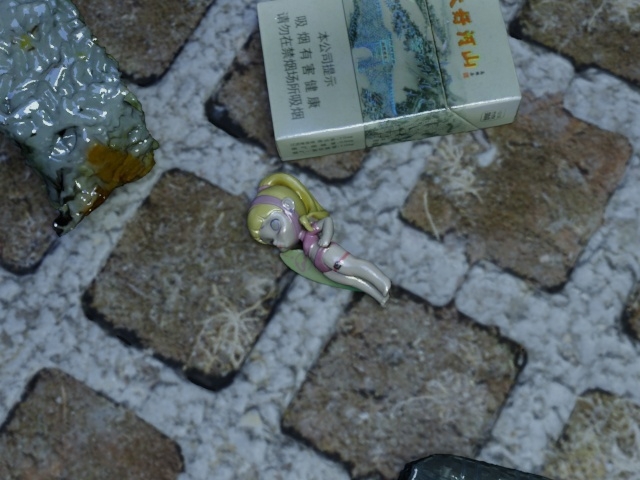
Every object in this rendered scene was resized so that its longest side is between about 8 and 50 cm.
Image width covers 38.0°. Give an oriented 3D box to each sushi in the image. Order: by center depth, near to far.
[{"bbox_3d":[-0.261,-0.140,0.944,0.139,0.184,0.274,-33,75,-4],"label":"sushi"}]

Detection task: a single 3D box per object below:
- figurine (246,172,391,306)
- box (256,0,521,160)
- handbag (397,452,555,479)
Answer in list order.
[{"bbox_3d":[0.000,0.000,0.944,0.187,0.083,0.083,34,79,20],"label":"figurine"},{"bbox_3d":[0.069,-0.189,0.992,0.256,0.069,0.164,-10,73,2],"label":"box"},{"bbox_3d":[0.117,0.316,0.834,0.175,0.089,0.270,26,77,4],"label":"handbag"}]
